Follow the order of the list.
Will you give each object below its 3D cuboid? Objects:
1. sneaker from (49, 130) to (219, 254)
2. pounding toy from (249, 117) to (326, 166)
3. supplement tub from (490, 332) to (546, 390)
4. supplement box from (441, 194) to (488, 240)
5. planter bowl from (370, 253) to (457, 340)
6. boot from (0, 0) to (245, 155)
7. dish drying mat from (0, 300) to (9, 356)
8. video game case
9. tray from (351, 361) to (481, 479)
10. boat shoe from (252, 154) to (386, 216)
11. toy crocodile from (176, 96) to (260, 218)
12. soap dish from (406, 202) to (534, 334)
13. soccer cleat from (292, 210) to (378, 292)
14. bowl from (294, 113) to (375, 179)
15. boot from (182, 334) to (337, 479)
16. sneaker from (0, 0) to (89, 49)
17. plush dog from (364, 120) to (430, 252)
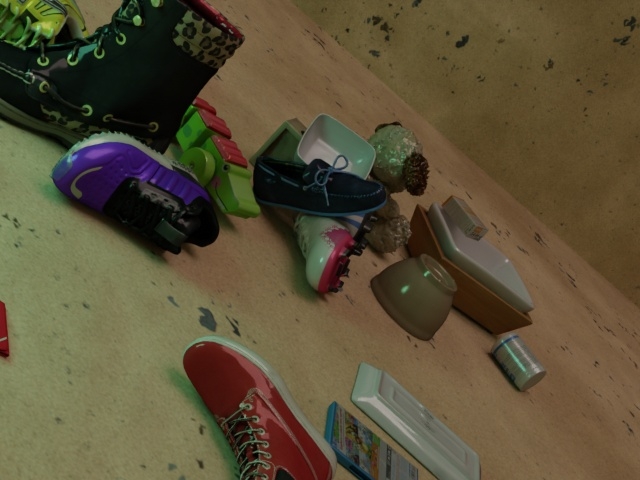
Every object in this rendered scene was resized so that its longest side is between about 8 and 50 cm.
[{"bbox_3d":[-0.238,-0.053,1.542,0.293,0.102,0.146,15,35,-56],"label":"sneaker"},{"bbox_3d":[-0.034,-0.163,2.142,0.130,0.141,0.100,46,18,3],"label":"pounding toy"},{"bbox_3d":[0.411,0.251,2.299,0.071,0.071,0.107,15,34,-55],"label":"supplement tub"},{"bbox_3d":[0.316,-0.049,2.419,0.062,0.036,0.098,17,32,-54],"label":"supplement box"},{"bbox_3d":[0.191,0.095,2.112,0.162,0.109,0.162,39,20,-17],"label":"planter bowl"},{"bbox_3d":[-0.318,-0.272,1.554,0.377,0.284,0.138,33,21,-28],"label":"boot"},{"bbox_3d":[-0.343,0.088,1.166,0.032,0.008,0.083,29,24,-35],"label":"dish drying mat"},{"bbox_3d":[0.073,0.309,1.557,0.166,0.015,0.119,41,19,-11],"label":"video game case"},{"bbox_3d":[0.162,0.299,1.741,0.270,0.030,0.145,42,18,-6],"label":"tray"},{"bbox_3d":[-0.012,-0.099,1.935,0.258,0.089,0.109,5,26,22],"label":"boat shoe"},{"bbox_3d":[-0.195,-0.169,1.875,0.115,0.105,0.340,20,31,-51],"label":"toy crocodile"},{"bbox_3d":[0.321,0.066,2.433,0.291,0.118,0.229,34,21,-27],"label":"soap dish"},{"bbox_3d":[0.000,0.000,1.955,0.143,0.116,0.331,23,19,6],"label":"soccer cleat"},{"bbox_3d":[0.021,-0.150,2.050,0.142,0.053,0.142,34,48,-6],"label":"bowl"},{"bbox_3d":[-0.087,0.226,1.293,0.244,0.088,0.176,48,20,-1],"label":"boot"},{"bbox_3d":[-0.463,-0.348,1.640,0.147,0.145,0.384,47,20,10],"label":"sneaker"},{"bbox_3d":[0.113,-0.141,2.268,0.210,0.225,0.262,28,25,-40],"label":"plush dog"}]
